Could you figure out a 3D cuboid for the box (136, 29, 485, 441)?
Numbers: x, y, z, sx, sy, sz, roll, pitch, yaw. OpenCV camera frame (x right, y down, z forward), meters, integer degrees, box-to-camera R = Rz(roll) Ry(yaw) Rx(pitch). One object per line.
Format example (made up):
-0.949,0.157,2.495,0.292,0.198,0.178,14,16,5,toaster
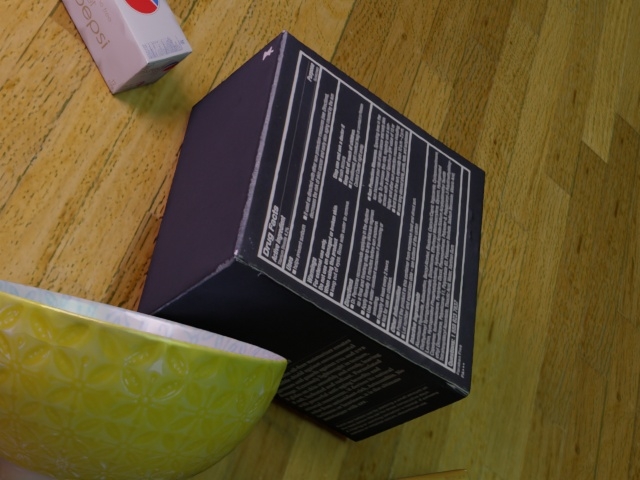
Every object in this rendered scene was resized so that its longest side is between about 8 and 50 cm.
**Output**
0.000,0.000,1.227,0.294,0.183,0.296,33,47,-27,box

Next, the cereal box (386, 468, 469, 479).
0.112,0.365,1.229,0.173,0.047,0.240,1,68,-42,cereal box

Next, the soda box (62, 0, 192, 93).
-0.225,-0.267,1.244,0.069,0.074,0.216,-26,87,-47,soda box

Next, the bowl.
-0.184,0.132,0.957,0.289,0.289,0.156,17,87,-36,bowl
